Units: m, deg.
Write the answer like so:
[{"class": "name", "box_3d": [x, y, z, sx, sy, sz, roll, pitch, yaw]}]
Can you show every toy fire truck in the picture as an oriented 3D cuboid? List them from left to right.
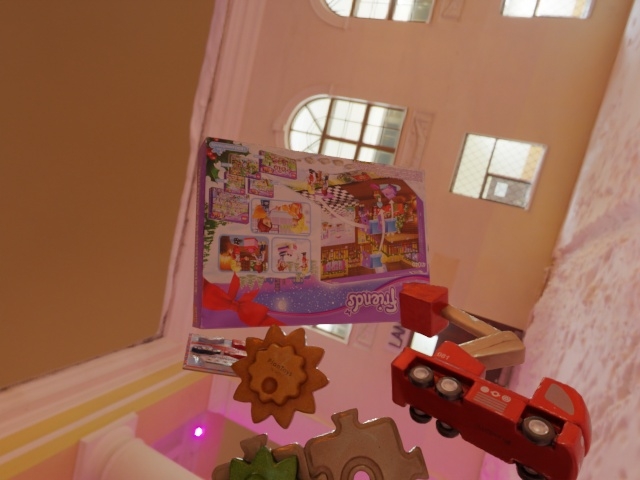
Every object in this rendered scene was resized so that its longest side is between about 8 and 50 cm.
[{"class": "toy fire truck", "box_3d": [0.132, 0.106, 0.361, 0.135, 0.191, 0.047, -30, -57, -40]}]

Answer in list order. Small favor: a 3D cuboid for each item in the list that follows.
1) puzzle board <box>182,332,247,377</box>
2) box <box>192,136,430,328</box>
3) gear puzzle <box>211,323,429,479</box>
[{"class": "puzzle board", "box_3d": [-0.094, 0.138, 0.492, 0.096, 0.128, 0.011, -153, 77, -74]}, {"class": "box", "box_3d": [0.000, 0.000, 0.503, 0.293, 0.057, 0.201, 4, -100, -25]}, {"class": "gear puzzle", "box_3d": [0.006, 0.219, 0.298, 0.044, 0.175, 0.339, 77, 178, -65]}]
